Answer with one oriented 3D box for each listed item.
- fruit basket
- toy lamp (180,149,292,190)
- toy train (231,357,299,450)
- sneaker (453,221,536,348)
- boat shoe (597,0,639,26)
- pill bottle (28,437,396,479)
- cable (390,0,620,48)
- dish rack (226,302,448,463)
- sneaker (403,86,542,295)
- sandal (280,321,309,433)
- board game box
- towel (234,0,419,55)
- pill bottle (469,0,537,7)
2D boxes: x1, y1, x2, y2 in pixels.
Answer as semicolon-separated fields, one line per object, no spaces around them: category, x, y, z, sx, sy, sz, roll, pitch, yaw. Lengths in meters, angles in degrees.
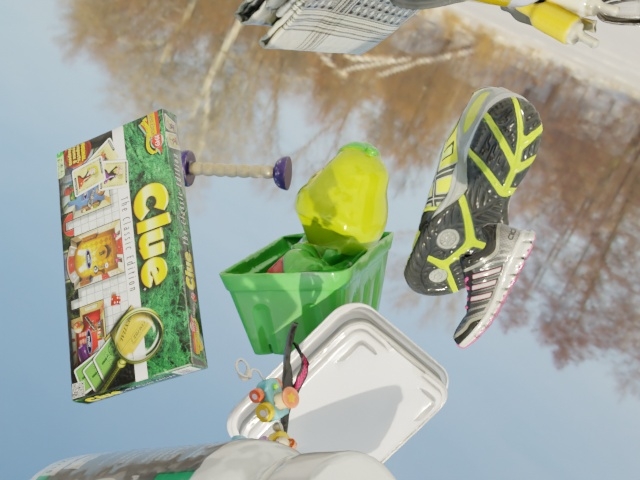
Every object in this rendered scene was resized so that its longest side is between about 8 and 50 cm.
fruit basket;0.000;0.000;1.718;0.282;0.392;0.392;-2;-173;19
toy lamp;-0.198;-0.143;1.868;0.274;0.080;0.080;5;-168;11
toy train;-0.068;0.228;1.134;0.125;0.046;0.166;41;-141;-41
sneaker;0.198;0.050;1.130;0.074;0.171;0.063;29;-165;14
boat shoe;0.414;-0.294;1.163;0.125;0.046;0.038;10;-145;24
pill bottle;-0.107;0.283;0.813;0.361;0.204;0.204;-15;168;36
cable;0.223;-0.312;1.096;0.287;0.140;0.072;22;158;21
dish rack;0.040;0.293;1.550;0.285;0.333;0.072;41;-171;-25
sneaker;0.251;-0.078;1.552;0.145;0.385;0.147;17;-157;-18
sandal;-0.038;0.212;1.370;0.040;0.179;0.067;3;158;-1
board game box;-0.184;0.012;0.869;0.030;0.136;0.260;35;-140;-61
towel;0.080;-0.362;1.274;0.324;0.312;0.056;-6;-112;-54
pill bottle;0.125;-0.319;0.842;0.333;0.188;0.188;9;-165;3
